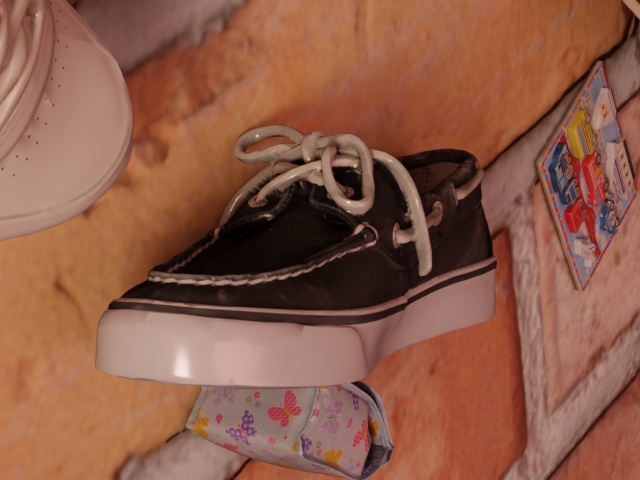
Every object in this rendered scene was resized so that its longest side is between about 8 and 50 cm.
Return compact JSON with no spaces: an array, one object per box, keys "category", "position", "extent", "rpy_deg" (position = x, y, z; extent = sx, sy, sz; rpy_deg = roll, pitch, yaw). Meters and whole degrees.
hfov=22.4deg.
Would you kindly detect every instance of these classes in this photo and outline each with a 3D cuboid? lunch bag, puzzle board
[{"category":"lunch bag","position":[-0.011,0.086,0.781],"extent":[0.083,0.071,0.053],"rpy_deg":[37,67,-52]},{"category":"puzzle board","position":[0.180,-0.041,1.068],"extent":[0.096,0.011,0.128],"rpy_deg":[-56,142,-28]}]

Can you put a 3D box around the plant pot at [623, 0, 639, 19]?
[{"category":"plant pot","position":[0.310,-0.193,1.027],"extent":[0.274,0.257,0.256],"rpy_deg":[28,78,-71]}]

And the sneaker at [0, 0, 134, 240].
[{"category":"sneaker","position":[-0.137,-0.060,0.476],"extent":[0.305,0.152,0.114],"rpy_deg":[28,76,-57]}]

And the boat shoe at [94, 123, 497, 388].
[{"category":"boat shoe","position":[0.004,0.000,0.739],"extent":[0.306,0.113,0.104],"rpy_deg":[-10,103,-57]}]
